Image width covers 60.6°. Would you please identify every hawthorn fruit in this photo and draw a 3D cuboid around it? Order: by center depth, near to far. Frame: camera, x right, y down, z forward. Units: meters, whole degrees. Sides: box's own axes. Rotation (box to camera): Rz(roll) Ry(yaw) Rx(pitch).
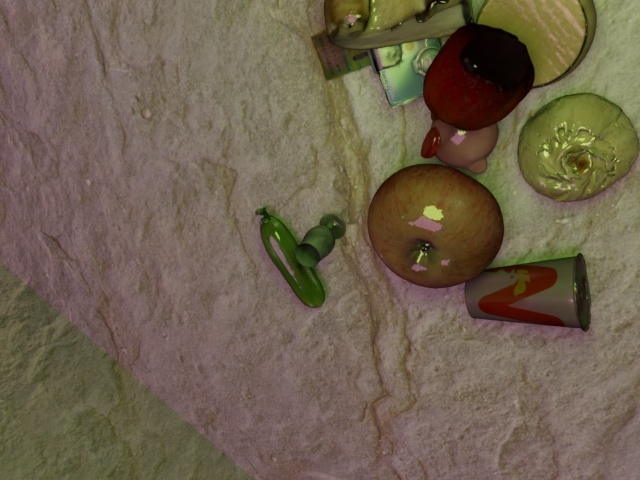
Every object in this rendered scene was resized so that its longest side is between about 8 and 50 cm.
[{"bbox_3d":[0.324,-0.331,1.166,0.215,0.215,0.250,41,136,1],"label":"hawthorn fruit"}]

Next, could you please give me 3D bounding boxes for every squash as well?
[{"bbox_3d":[-0.099,0.061,1.751,0.101,0.101,0.379,-22,104,32],"label":"squash"}]

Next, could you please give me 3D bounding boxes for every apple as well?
[{"bbox_3d":[0.284,-0.027,1.391,0.344,0.269,0.345,25,147,18],"label":"apple"}]

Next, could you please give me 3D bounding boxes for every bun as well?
[{"bbox_3d":[0.580,-0.205,1.259,0.259,0.152,0.259,12,122,19],"label":"bun"}]

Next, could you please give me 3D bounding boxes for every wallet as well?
[{"bbox_3d":[0.203,-0.466,1.324,0.176,0.075,0.251,-19,107,9],"label":"wallet"}]

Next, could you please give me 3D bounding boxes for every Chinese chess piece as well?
[{"bbox_3d":[0.463,-0.457,1.194,0.249,0.103,0.250,16,128,22],"label":"Chinese chess piece"}]

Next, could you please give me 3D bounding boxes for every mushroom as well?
[{"bbox_3d":[0.157,-0.631,1.167,0.313,0.224,0.398,-5,91,22],"label":"mushroom"}]

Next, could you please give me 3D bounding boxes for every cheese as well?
[{"bbox_3d":[0.272,-0.428,1.289,0.120,0.026,0.067,-24,110,-12],"label":"cheese"}]

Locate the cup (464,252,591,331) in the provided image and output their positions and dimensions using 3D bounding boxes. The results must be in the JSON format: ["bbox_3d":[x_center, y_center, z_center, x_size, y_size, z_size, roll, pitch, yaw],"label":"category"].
[{"bbox_3d":[0.542,0.141,1.447,0.288,0.203,0.203,-6,113,35],"label":"cup"}]

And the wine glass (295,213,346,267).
[{"bbox_3d":[0.000,0.000,1.607,0.092,0.202,0.093,11,119,21],"label":"wine glass"}]

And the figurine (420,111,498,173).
[{"bbox_3d":[0.348,-0.261,1.333,0.173,0.173,0.173,11,120,20],"label":"figurine"}]

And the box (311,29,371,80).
[{"bbox_3d":[0.081,-0.501,1.409,0.193,0.030,0.121,-11,110,29],"label":"box"}]
